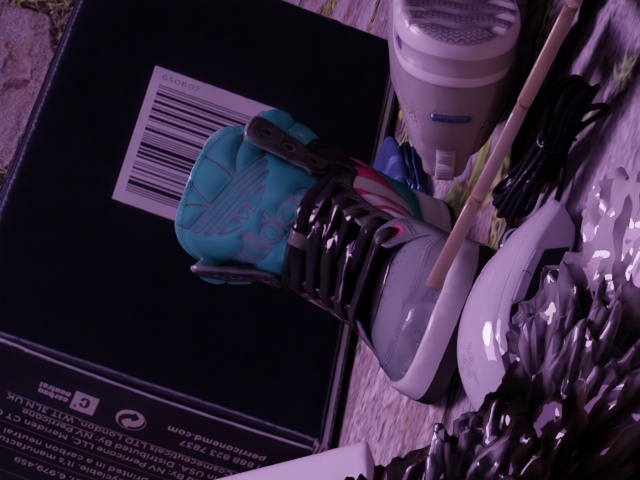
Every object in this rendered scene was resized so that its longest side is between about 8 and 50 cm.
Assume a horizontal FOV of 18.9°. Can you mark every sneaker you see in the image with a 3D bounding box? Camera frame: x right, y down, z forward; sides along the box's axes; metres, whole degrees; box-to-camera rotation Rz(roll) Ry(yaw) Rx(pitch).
[{"bbox_3d":[0.000,0.000,1.197,0.295,0.178,0.124,-114,46,-77],"label":"sneaker"},{"bbox_3d":[0.081,-0.133,1.260,0.281,0.105,0.115,-67,-14,-63],"label":"sneaker"}]

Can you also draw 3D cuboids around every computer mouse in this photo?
[{"bbox_3d":[0.102,0.012,0.998,0.106,0.042,0.193,124,164,-54],"label":"computer mouse"}]

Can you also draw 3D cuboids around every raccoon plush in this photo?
[{"bbox_3d":[0.016,0.201,0.633,0.299,0.216,0.446,-108,39,-64],"label":"raccoon plush"}]

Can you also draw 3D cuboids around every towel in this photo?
[{"bbox_3d":[0.054,-0.032,1.430,0.119,0.029,0.067,-96,28,-69],"label":"towel"}]

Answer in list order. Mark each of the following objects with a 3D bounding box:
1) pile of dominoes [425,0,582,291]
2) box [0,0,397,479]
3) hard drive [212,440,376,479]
[{"bbox_3d":[0.116,-0.115,1.075,0.251,0.040,0.196,-65,-4,24],"label":"pile of dominoes"},{"bbox_3d":[-0.168,0.089,1.667,0.480,0.297,0.472,-78,11,-45],"label":"box"},{"bbox_3d":[-0.114,0.217,1.119,0.203,0.307,0.040,-90,-18,-65],"label":"hard drive"}]
